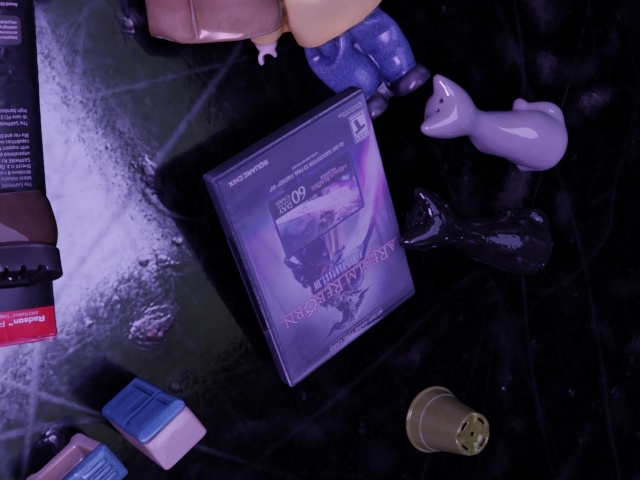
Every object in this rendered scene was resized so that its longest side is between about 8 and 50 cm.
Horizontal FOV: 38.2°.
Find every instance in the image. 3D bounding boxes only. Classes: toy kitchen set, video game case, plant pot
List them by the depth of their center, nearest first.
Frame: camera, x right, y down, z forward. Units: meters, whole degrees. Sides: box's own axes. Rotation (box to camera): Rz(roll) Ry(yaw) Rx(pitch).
[{"bbox_3d":[-0.246,0.177,0.841,0.207,0.122,0.166,-43,114,-21],"label":"toy kitchen set"},{"bbox_3d":[0.000,0.000,0.992,0.196,0.026,0.274,-34,125,-24],"label":"video game case"},{"bbox_3d":[0.159,0.225,1.116,0.083,0.079,0.083,-3,95,-30],"label":"plant pot"}]

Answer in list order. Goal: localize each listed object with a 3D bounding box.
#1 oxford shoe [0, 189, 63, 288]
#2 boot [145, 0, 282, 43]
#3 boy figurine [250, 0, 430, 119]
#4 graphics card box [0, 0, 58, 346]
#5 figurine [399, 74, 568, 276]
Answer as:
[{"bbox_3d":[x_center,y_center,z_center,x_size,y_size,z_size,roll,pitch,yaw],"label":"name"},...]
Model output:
[{"bbox_3d":[-0.319,-0.011,0.711,0.227,0.083,0.096,-1,76,-32],"label":"oxford shoe"},{"bbox_3d":[-0.168,-0.317,0.857,0.236,0.089,0.269,-1,119,10],"label":"boot"},{"bbox_3d":[-0.007,-0.257,0.969,0.177,0.092,0.285,-37,110,6],"label":"boy figurine"},{"bbox_3d":[-0.356,-0.087,0.771,0.232,0.094,0.371,-7,98,-30],"label":"graphics card box"},{"bbox_3d":[0.186,-0.076,1.091,0.209,0.092,0.215,10,88,-37],"label":"figurine"}]
